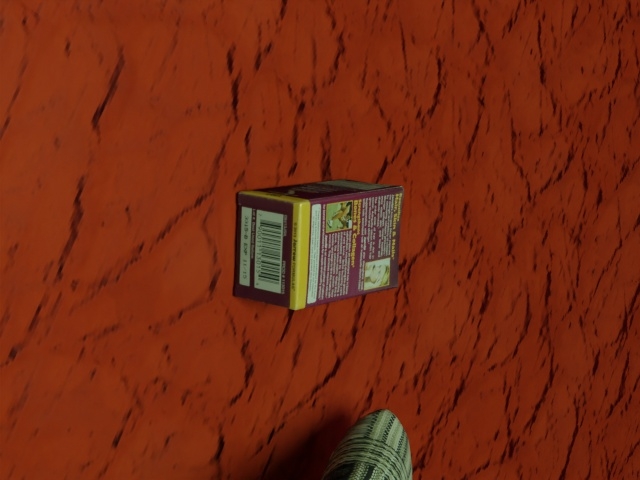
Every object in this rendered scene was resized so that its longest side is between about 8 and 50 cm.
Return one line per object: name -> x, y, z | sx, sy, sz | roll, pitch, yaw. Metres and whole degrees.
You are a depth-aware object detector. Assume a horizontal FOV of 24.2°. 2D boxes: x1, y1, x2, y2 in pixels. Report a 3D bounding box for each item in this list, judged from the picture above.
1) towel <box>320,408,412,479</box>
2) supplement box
towel -> -0.011, 0.269, 0.660 | 0.312, 0.056, 0.324 | -47, 148, -77
supplement box -> 0.000, 0.000, 0.746 | 0.083, 0.043, 0.055 | -8, 105, -49
